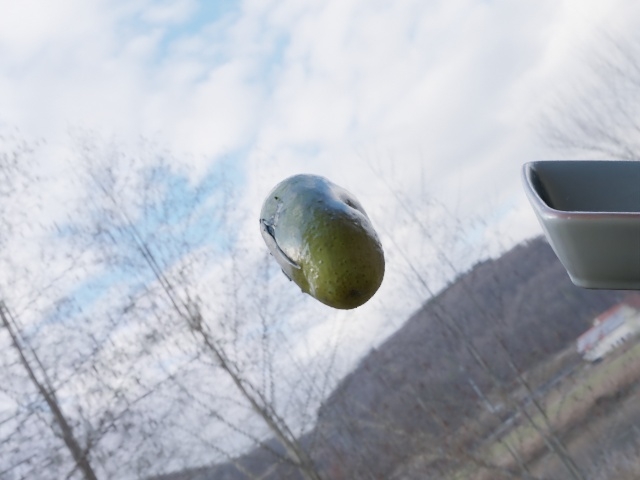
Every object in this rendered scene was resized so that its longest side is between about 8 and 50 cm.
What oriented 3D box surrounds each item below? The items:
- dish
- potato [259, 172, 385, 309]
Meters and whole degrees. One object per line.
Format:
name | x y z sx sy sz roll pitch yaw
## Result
dish | 0.258 -0.008 0.612 0.234 0.064 0.154 1 17 7
potato | 0.000 0.000 1.228 0.169 0.248 0.143 17 -67 -32
